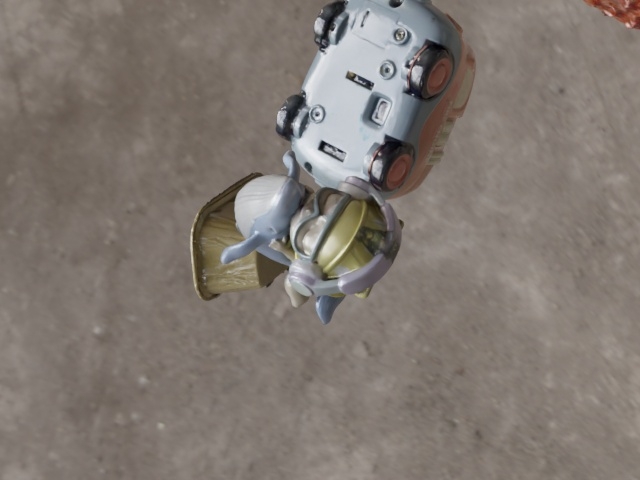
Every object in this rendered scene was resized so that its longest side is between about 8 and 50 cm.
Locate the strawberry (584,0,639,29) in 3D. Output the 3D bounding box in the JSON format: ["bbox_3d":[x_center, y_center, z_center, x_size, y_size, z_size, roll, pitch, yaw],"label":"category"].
[{"bbox_3d":[0.254,-0.216,1.111,0.140,0.192,0.085,-52,28,9],"label":"strawberry"}]

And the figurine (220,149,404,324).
[{"bbox_3d":[0.000,0.000,1.415,0.183,0.208,0.128,21,75,32],"label":"figurine"}]

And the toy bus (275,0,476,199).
[{"bbox_3d":[0.098,-0.188,2.022,0.194,0.232,0.288,30,104,32],"label":"toy bus"}]

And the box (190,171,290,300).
[{"bbox_3d":[-0.081,-0.003,1.624,0.111,0.177,0.111,10,114,24],"label":"box"}]
